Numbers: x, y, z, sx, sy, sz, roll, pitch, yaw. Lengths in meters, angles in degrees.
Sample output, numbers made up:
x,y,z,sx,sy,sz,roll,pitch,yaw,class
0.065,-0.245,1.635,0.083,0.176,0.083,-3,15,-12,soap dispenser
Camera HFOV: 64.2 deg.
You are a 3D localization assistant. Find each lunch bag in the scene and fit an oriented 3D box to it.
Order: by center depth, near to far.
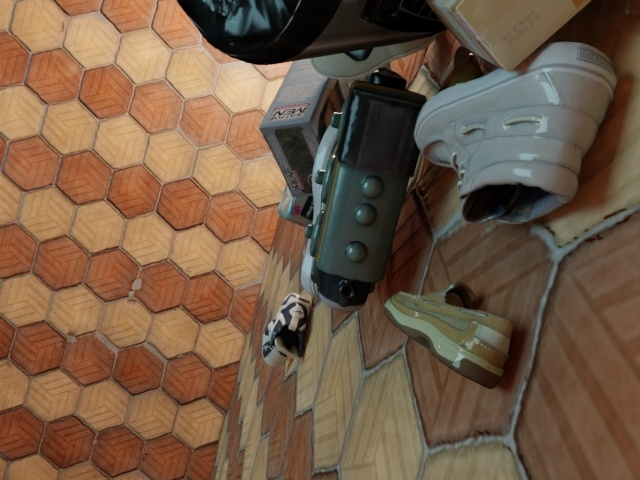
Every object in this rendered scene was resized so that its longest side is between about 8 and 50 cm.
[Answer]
x,y,z,sx,sy,sz,roll,pitch,yaw,class
-0.043,-0.160,1.549,0.279,0.107,0.224,-146,76,-77,lunch bag

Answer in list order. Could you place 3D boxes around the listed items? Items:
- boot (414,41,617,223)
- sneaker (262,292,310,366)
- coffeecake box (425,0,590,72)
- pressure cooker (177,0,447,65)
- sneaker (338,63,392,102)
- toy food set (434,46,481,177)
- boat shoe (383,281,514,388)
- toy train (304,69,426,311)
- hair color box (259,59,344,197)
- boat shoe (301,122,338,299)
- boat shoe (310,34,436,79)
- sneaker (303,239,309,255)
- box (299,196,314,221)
x,y,z,sx,sy,sz,roll,pitch,yaw,class
0.146,-0.077,0.477,0.258,0.095,0.124,167,125,-77,boot
-0.097,0.263,1.277,0.235,0.094,0.153,-58,9,27,sneaker
0.174,-0.231,0.433,0.142,0.068,0.185,-41,17,21,coffeecake box
0.046,-0.429,0.622,0.369,0.420,0.376,-1,108,52,pressure cooker
0.114,-0.346,1.074,0.087,0.092,0.229,65,-150,-27,sneaker
0.169,-0.190,0.672,0.132,0.038,0.192,125,158,-62,toy food set
0.126,0.075,0.500,0.072,0.068,0.190,-63,21,1,boat shoe
0.059,-0.066,0.711,0.190,0.142,0.334,-79,3,-72,toy train
0.007,-0.289,1.091,0.185,0.113,0.375,64,-146,-43,hair color box
0.056,-0.053,0.916,0.119,0.121,0.335,9,94,39,boat shoe
0.094,-0.364,0.911,0.254,0.095,0.079,-10,42,40,boat shoe
0.000,0.000,1.246,0.065,0.061,0.158,127,155,-49,sneaker
0.010,-0.136,1.244,0.191,0.045,0.184,-63,3,3,box
